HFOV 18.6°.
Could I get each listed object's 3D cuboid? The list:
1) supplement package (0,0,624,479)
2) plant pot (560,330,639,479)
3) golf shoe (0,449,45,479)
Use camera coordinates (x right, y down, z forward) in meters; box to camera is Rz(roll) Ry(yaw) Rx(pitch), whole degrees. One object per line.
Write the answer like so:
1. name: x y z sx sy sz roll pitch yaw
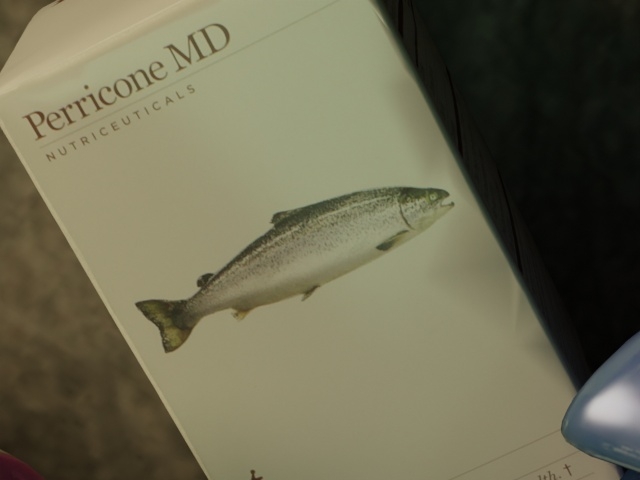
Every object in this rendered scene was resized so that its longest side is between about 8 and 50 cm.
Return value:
1. supplement package: 0.000 0.000 0.554 0.105 0.105 0.179 -26 108 10
2. plant pot: 0.180 0.108 0.488 0.236 0.236 0.212 18 114 29
3. golf shoe: -0.075 0.139 0.544 0.306 0.140 0.115 46 64 -26
